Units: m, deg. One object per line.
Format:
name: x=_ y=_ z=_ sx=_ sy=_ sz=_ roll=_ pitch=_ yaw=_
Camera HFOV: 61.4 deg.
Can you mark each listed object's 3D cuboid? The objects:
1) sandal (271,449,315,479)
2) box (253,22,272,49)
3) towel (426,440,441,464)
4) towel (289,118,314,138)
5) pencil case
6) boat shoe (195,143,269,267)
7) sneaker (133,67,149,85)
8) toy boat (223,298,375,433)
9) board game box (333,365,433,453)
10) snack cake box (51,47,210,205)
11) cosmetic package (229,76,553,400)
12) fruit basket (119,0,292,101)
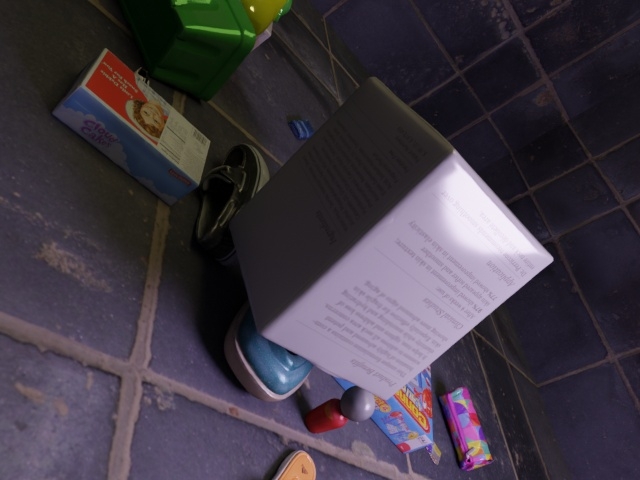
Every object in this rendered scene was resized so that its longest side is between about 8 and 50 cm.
sandal: x=-0.047 y=0.427 z=0.874 sx=0.102 sy=0.076 sz=0.265 roll=56 pitch=25 yaw=-7
box: x=-0.293 y=-0.702 z=1.581 sx=0.311 sy=0.148 sz=0.121 roll=41 pitch=31 yaw=-33
towel: x=0.303 y=0.559 z=1.466 sx=0.083 sy=0.009 sz=0.060 roll=62 pitch=25 yaw=4
towel: x=-0.058 y=-0.370 z=1.792 sx=0.067 sy=0.029 sz=0.119 roll=61 pitch=24 yaw=0
pencil case: x=0.431 y=0.561 z=1.606 sx=0.104 sy=0.104 sz=0.236 roll=32 pitch=35 yaw=-45
boat shoe: x=-0.189 y=-0.105 z=1.139 sx=0.119 sy=0.121 sz=0.335 roll=44 pitch=31 yaw=-40
sneaker: x=-0.376 y=-0.314 z=1.115 sx=0.040 sy=0.044 sz=0.109 roll=25 pitch=43 yaw=-54
toy boat: x=-0.031 y=0.231 z=1.035 sx=0.318 sy=0.148 sz=0.267 roll=55 pitch=25 yaw=-10
board game box: x=0.170 y=0.323 z=1.387 sx=0.308 sy=0.086 sz=0.302 roll=50 pitch=26 yaw=-20
snack cake box: x=-0.340 y=-0.208 z=1.010 sx=0.264 sy=0.089 sz=0.152 roll=42 pitch=31 yaw=-32
cosmetic package: x=0.102 y=-0.001 z=0.959 sx=0.329 sy=0.393 sz=0.327 roll=37 pitch=16 yaw=-35
fruit basket: x=-0.262 y=-0.559 z=1.307 sx=0.392 sy=0.283 sz=0.392 roll=25 pitch=48 yaw=-32
